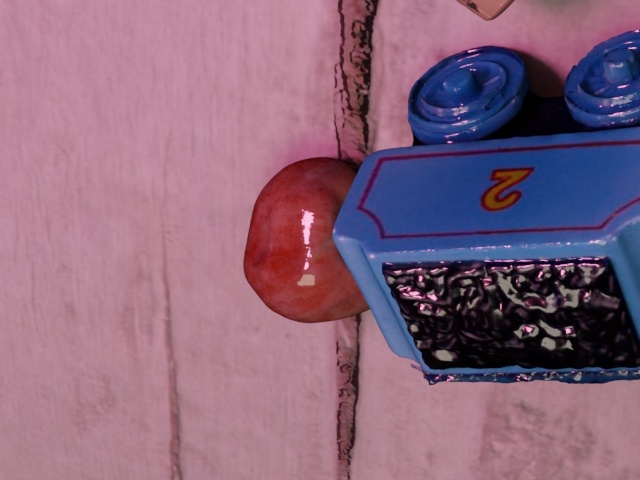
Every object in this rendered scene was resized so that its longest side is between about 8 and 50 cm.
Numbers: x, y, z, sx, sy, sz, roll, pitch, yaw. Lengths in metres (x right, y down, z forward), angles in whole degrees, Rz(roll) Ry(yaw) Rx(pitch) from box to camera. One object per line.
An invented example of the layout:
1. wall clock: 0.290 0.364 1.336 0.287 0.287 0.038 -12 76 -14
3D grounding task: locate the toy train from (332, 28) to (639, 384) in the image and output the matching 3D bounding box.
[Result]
1. toy train: 0.175 -0.022 1.538 0.300 0.265 0.188 -4 133 30

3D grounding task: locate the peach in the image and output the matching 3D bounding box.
1. peach: 0.000 0.000 1.754 0.152 0.152 0.152 12 139 11

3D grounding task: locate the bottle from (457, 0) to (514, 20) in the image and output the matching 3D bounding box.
1. bottle: 0.094 -0.243 1.471 0.152 0.099 0.099 33 139 -7
